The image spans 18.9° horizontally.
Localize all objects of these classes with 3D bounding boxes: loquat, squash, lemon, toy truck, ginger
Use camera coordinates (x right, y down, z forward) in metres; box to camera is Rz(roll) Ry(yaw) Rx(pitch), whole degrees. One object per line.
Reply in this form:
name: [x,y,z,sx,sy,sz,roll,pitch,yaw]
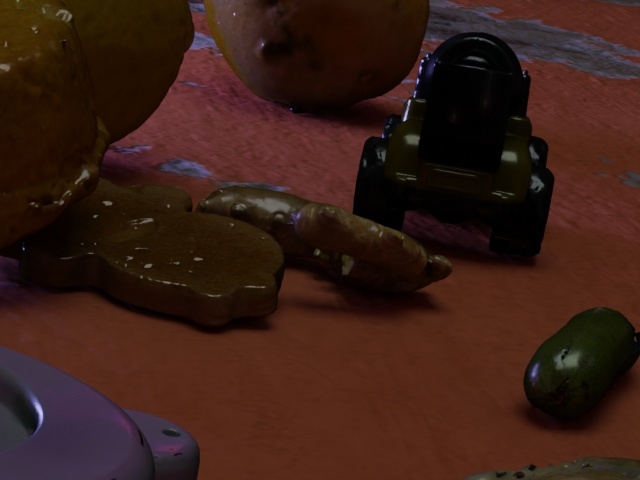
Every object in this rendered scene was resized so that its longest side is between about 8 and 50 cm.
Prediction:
loquat: [-0.004,-0.249,1.902,0.244,0.244,0.244,9,15,-2]
squash: [0.165,0.071,1.181,0.052,0.052,0.183,15,12,19]
lemon: [-0.228,-0.174,1.500,0.288,0.233,0.233,2,17,-34]
toy truck: [0.115,-0.090,1.513,0.147,0.165,0.224,10,14,5]
ginger: [0.000,0.000,1.330,0.176,0.052,0.193,22,-1,-4]

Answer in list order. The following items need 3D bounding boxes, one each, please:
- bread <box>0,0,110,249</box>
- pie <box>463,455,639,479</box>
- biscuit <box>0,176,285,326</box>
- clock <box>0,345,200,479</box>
bread: [-0.257,-0.072,1.203,0.268,0.145,0.268,-2,27,1]
pie: [0.202,0.140,0.722,0.339,0.077,0.339,14,-6,1]
biscuit: [-0.119,0.007,1.260,0.225,0.036,0.166,16,23,23]
clock: [-0.187,0.098,0.782,0.248,0.090,0.227,13,16,8]
